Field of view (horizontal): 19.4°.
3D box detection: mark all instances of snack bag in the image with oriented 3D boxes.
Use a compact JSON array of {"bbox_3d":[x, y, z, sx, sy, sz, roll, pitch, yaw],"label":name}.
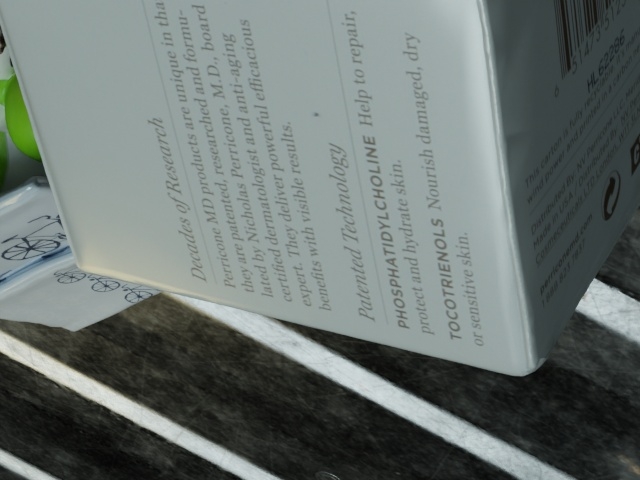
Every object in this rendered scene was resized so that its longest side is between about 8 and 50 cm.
[{"bbox_3d":[-0.279,0.021,1.969,0.323,0.037,0.342,-22,158,34],"label":"snack bag"}]

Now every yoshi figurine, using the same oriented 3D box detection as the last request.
[{"bbox_3d":[-0.289,-0.091,1.940,0.203,0.203,0.362,10,146,3],"label":"yoshi figurine"}]

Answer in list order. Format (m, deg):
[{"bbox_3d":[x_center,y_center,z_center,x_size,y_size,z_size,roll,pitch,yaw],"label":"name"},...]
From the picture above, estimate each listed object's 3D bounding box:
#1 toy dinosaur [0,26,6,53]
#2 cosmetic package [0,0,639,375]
[{"bbox_3d":[-0.192,-0.244,1.699,0.200,0.127,0.295,-8,176,-16],"label":"toy dinosaur"},{"bbox_3d":[0.027,-0.158,1.369,0.393,0.329,0.327,12,133,29],"label":"cosmetic package"}]
